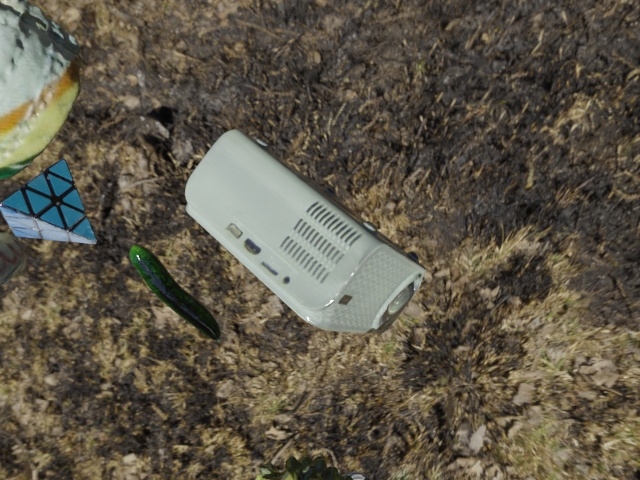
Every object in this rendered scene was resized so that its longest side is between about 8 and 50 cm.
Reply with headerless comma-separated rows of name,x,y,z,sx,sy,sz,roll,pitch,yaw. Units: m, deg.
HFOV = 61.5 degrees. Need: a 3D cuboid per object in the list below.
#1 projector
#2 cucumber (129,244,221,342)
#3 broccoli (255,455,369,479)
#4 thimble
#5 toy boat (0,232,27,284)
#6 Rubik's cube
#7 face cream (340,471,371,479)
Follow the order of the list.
projector,0.000,0.000,0.589,0.198,0.250,0.108,40,95,23
cucumber,-0.295,0.114,1.103,0.056,0.284,0.056,-24,33,17
broccoli,-0.009,0.271,0.386,0.242,0.272,0.181,17,119,47
thimble,-0.508,-0.236,0.814,0.288,0.167,0.254,-40,57,6
toy boat,-0.465,0.027,0.701,0.134,0.208,0.079,-16,103,-6
Rubik's cube,-0.630,-0.051,1.142,0.190,0.178,0.212,-30,81,12
face cream,-0.018,0.384,0.748,0.229,0.075,0.075,-38,65,38
